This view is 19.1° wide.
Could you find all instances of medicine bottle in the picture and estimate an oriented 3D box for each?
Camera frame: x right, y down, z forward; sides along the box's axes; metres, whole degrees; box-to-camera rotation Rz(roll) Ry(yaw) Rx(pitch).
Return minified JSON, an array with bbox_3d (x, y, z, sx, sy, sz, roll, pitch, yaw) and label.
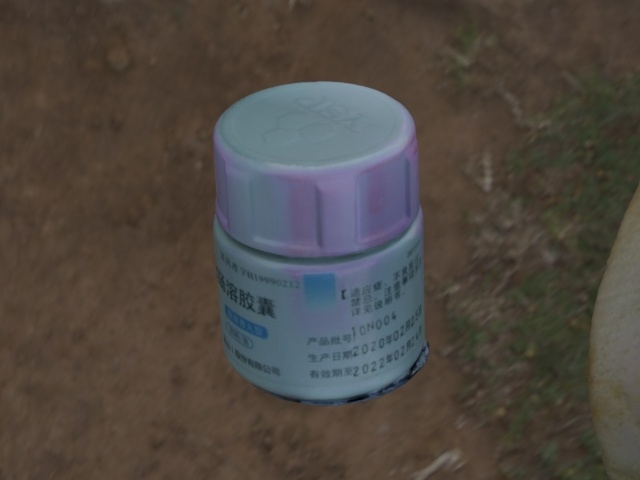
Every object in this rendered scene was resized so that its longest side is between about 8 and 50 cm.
[{"bbox_3d":[0.000,0.000,1.184,0.135,0.168,0.135,-1,31,1],"label":"medicine bottle"}]

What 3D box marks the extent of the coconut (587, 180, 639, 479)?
[{"bbox_3d":[0.351,0.062,1.111,0.345,0.415,0.415,29,66,-20],"label":"coconut"}]
